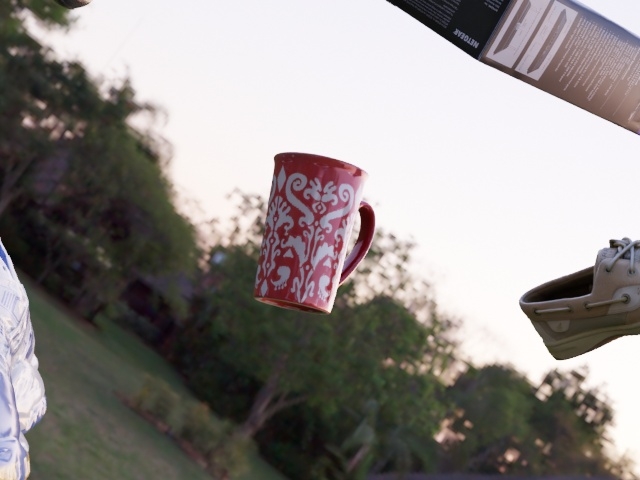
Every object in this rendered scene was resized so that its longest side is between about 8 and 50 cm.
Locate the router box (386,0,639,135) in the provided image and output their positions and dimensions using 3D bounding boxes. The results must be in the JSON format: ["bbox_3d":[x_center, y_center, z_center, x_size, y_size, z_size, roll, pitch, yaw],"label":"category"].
[{"bbox_3d":[0.157,-0.225,1.063,0.243,0.081,0.309,15,21,-39],"label":"router box"}]

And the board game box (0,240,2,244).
[{"bbox_3d":[-0.289,0.020,0.976,0.136,0.035,0.201,178,-103,-73],"label":"board game box"}]

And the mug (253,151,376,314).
[{"bbox_3d":[0.001,-0.001,1.310,0.150,0.169,0.113,15,-10,-16],"label":"mug"}]

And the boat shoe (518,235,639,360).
[{"bbox_3d":[0.364,0.051,1.349,0.098,0.109,0.302,50,-43,-7],"label":"boat shoe"}]

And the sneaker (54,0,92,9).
[{"bbox_3d":[-0.167,-0.332,1.063,0.108,0.271,0.100,37,1,32],"label":"sneaker"}]

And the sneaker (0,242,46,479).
[{"bbox_3d":[-0.214,0.062,0.607,0.112,0.131,0.296,-7,5,-11],"label":"sneaker"}]
